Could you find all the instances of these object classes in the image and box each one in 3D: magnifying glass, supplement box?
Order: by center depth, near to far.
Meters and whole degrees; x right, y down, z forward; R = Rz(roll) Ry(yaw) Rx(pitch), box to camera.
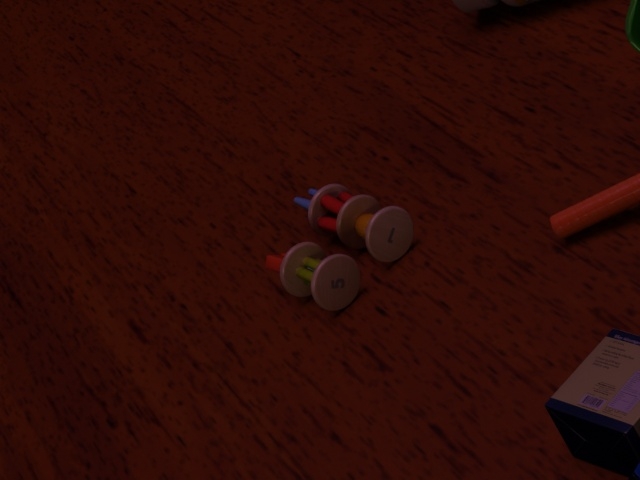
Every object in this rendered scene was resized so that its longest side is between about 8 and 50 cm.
[{"bbox_3d":[0.224,0.118,1.246,0.083,0.056,0.083,-44,33,-21],"label":"supplement box"},{"bbox_3d":[0.297,-0.058,1.440,0.231,0.026,0.092,-25,-13,24],"label":"magnifying glass"}]

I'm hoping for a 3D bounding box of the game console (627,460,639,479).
[{"bbox_3d":[0.339,0.200,1.054,0.250,0.173,0.293,-63,30,8],"label":"game console"}]

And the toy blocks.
[{"bbox_3d":[0.000,0.000,1.622,0.123,0.054,0.148,-41,32,-17],"label":"toy blocks"}]

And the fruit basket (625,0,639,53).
[{"bbox_3d":[0.373,-0.281,1.332,0.283,0.392,0.392,16,45,8],"label":"fruit basket"}]

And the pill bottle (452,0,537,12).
[{"bbox_3d":[0.233,-0.313,1.813,0.208,0.119,0.119,-14,34,26],"label":"pill bottle"}]
